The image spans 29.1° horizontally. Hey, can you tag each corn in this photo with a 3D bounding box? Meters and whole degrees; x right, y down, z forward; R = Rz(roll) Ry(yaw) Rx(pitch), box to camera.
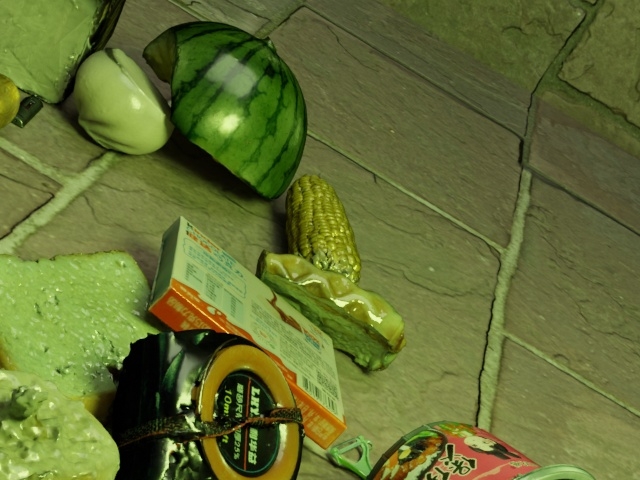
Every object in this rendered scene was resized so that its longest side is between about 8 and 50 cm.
[{"bbox_3d":[0.000,0.000,1.867,0.115,0.115,0.317,24,24,-16],"label":"corn"}]

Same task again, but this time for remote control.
[{"bbox_3d":[-0.439,-0.194,1.833,0.034,0.016,0.091,32,25,-9],"label":"remote control"}]

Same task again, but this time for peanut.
[{"bbox_3d":[-0.472,-0.174,1.677,0.087,0.087,0.206,29,23,-5],"label":"peanut"}]

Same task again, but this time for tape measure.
[{"bbox_3d":[-0.117,0.195,1.256,0.223,0.135,0.202,30,51,-44],"label":"tape measure"}]

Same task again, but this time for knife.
[{"bbox_3d":[0.086,0.300,1.494,0.166,0.022,0.078,40,32,23],"label":"knife"}]

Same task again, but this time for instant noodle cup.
[{"bbox_3d":[0.154,0.311,1.327,0.302,0.258,0.182,21,10,-42],"label":"instant noodle cup"}]

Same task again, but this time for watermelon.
[{"bbox_3d":[-0.123,-0.225,1.951,0.331,0.189,0.331,43,14,-14],"label":"watermelon"}]

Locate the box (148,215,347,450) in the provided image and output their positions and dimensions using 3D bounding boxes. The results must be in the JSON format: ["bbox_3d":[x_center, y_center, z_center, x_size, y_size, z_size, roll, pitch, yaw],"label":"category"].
[{"bbox_3d":[-0.088,0.106,1.516,0.273,0.048,0.265,40,13,-14],"label":"box"}]

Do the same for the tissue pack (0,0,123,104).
[{"bbox_3d":[-0.430,-0.396,2.008,0.198,0.210,0.370,22,27,-7],"label":"tissue pack"}]

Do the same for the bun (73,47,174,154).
[{"bbox_3d":[-0.308,-0.200,1.870,0.173,0.120,0.173,50,5,-5],"label":"bun"}]

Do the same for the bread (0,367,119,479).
[{"bbox_3d":[-0.293,0.200,0.983,0.176,0.246,0.195,43,23,20],"label":"bread"}]

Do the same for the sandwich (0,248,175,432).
[{"bbox_3d":[-0.273,0.117,1.345,0.273,0.095,0.249,1,42,-50],"label":"sandwich"}]

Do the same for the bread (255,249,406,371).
[{"bbox_3d":[0.012,0.088,1.684,0.232,0.128,0.088,30,56,-5],"label":"bread"}]
